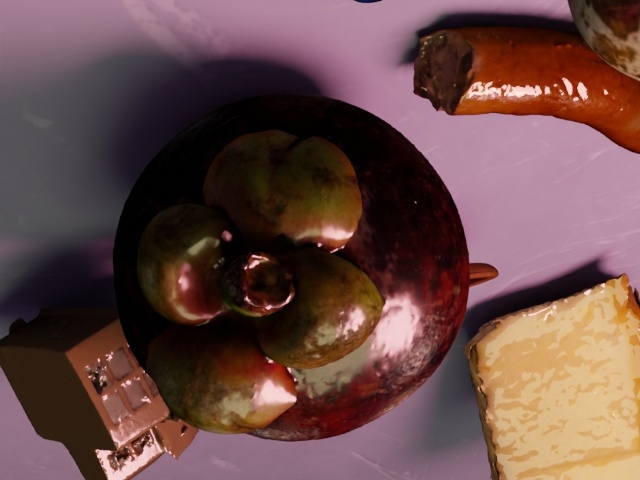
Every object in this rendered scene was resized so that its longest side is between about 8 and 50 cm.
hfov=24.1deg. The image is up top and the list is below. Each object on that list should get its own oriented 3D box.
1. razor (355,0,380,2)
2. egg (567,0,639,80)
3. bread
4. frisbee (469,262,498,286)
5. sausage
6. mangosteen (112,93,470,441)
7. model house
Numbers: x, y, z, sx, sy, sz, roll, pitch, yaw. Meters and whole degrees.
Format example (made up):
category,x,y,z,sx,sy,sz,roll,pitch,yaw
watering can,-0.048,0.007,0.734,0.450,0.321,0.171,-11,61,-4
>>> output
category,x,y,z,sx,sy,sz,roll,pitch,yaw
razor,0.139,-0.266,1.055,0.324,0.093,0.056,-34,-177,35
egg,0.283,-0.198,1.126,0.231,0.169,0.169,-7,154,-48
bread,0.309,0.221,1.793,0.248,0.279,0.315,-14,164,9
frisbee,0.057,0.056,1.522,0.251,0.021,0.251,-11,172,-2
sausage,0.216,-0.134,1.300,0.302,0.076,0.103,7,152,-34
mangosteen,-0.018,0.025,1.216,0.300,0.300,0.300,-13,151,-7
model house,-0.152,0.110,1.450,0.248,0.176,0.181,-34,-163,-31
